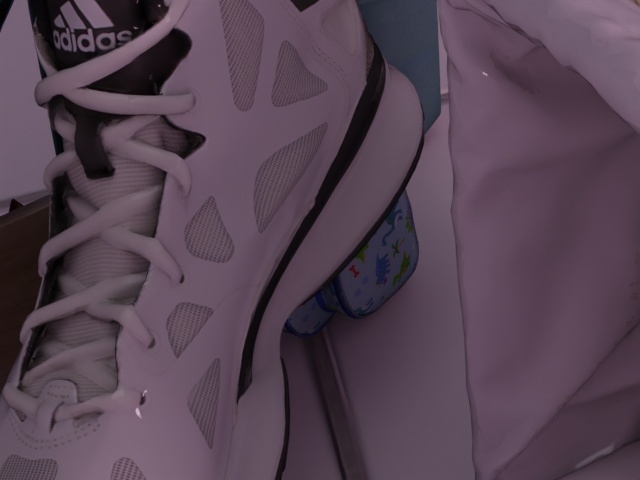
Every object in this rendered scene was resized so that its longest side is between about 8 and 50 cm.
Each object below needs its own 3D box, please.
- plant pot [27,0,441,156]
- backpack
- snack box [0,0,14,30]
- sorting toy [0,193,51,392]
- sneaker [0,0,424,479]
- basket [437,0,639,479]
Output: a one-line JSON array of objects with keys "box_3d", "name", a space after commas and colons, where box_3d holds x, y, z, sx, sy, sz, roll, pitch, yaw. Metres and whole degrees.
[{"box_3d": [-0.042, -0.106, 1.095, 0.234, 0.166, 0.165, -26, 38, -29], "name": "plant pot"}, {"box_3d": [0.000, 0.000, 0.983, 0.084, 0.105, 0.114, 20, 49, 37], "name": "backpack"}, {"box_3d": [-0.264, -0.021, 0.935, 0.060, 0.322, 0.187, 28, 40, -8], "name": "snack box"}, {"box_3d": [-0.175, 0.037, 0.961, 0.274, 0.132, 0.046, -26, 36, -18], "name": "sorting toy"}, {"box_3d": [-0.111, -0.010, 0.775, 0.169, 0.257, 0.447, 1, 48, 32], "name": "sneaker"}, {"box_3d": [0.242, 0.048, 0.671, 0.266, 0.331, 0.328, -19, 36, -19], "name": "basket"}]
